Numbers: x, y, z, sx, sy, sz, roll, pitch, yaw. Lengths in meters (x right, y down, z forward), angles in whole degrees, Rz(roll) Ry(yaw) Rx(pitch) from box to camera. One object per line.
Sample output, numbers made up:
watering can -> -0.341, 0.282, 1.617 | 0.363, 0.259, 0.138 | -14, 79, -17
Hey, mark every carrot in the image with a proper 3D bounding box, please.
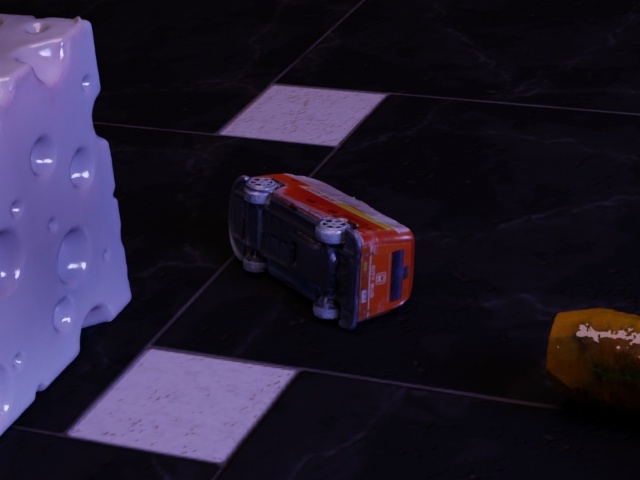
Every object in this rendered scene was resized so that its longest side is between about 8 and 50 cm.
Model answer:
carrot -> 0.299, 0.097, 1.147 | 0.314, 0.066, 0.066 | 10, 31, 18

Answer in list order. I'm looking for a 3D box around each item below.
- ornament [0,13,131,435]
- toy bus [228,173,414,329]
ornament -> -0.306, -0.016, 1.292 | 0.239, 0.239, 0.240 | 7, 30, 22
toy bus -> 0.000, 0.000, 1.386 | 0.077, 0.079, 0.174 | -13, 26, -32
